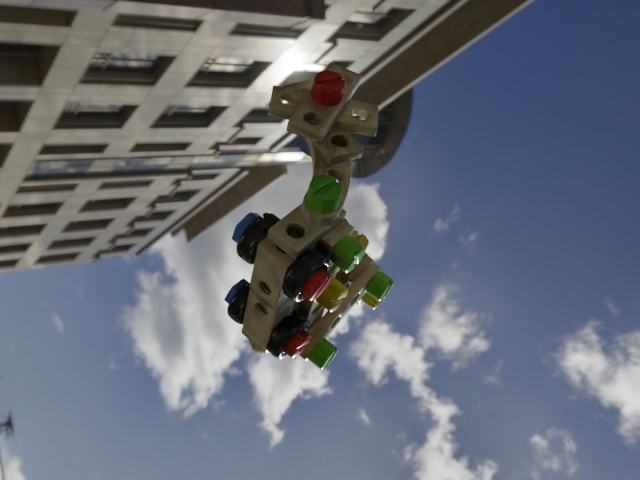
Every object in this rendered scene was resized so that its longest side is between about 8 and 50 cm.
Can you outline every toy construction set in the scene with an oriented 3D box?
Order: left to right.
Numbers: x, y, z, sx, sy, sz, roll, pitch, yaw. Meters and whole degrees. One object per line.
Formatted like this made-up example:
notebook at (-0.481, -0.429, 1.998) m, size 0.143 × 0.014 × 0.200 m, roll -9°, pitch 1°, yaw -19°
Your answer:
toy construction set at (0.000, 0.000, 0.711) m, size 0.151 × 0.215 × 0.328 m, roll 28°, pitch -41°, yaw 28°
